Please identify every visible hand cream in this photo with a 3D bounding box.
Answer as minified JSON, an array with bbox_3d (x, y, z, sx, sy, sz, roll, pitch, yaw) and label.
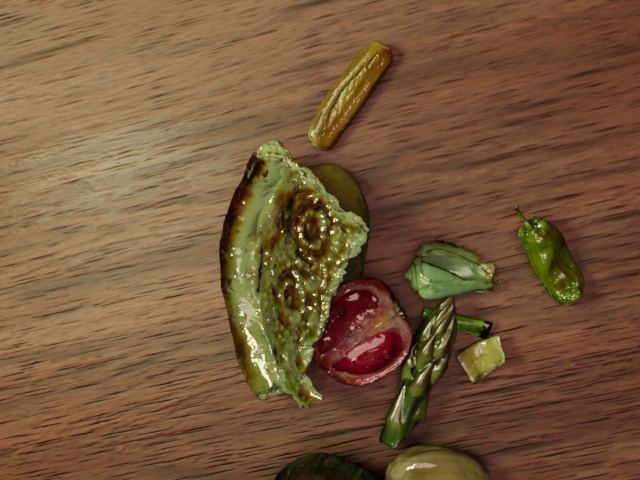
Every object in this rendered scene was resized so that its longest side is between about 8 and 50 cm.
[{"bbox_3d":[0.238,0.144,1.058,0.122,0.023,0.036,16,112,3],"label":"hand cream"}]

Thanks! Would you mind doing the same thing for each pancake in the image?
[{"bbox_3d":[-0.075,0.067,0.981,0.305,0.067,0.426,30,112,42],"label":"pancake"}]

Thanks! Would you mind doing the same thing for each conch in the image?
[{"bbox_3d":[0.227,0.048,1.037,0.170,0.079,0.105,0,97,-11],"label":"conch"}]

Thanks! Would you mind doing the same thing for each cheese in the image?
[{"bbox_3d":[0.288,0.204,1.046,0.084,0.041,0.060,-35,80,20],"label":"cheese"}]

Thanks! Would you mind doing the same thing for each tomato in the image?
[{"bbox_3d":[0.060,0.145,1.029,0.173,0.099,0.189,-30,108,5],"label":"tomato"}]

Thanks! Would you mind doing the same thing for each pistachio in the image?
[{"bbox_3d":[0.201,0.409,1.026,0.186,0.108,0.126,-4,118,-2],"label":"pistachio"}]

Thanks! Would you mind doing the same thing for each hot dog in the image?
[{"bbox_3d":[0.046,-0.257,1.056,0.066,0.047,0.215,31,95,-33],"label":"hot dog"}]

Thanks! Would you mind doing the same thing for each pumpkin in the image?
[{"bbox_3d":[0.014,0.476,0.996,0.238,0.159,0.237,2,96,23],"label":"pumpkin"}]

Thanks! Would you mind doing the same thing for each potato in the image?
[{"bbox_3d":[0.000,0.000,1.034,0.160,0.111,0.271,9,91,6],"label":"potato"}]

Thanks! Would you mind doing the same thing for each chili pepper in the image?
[{"bbox_3d":[0.383,0.012,1.022,0.072,0.073,0.204,-34,100,-13],"label":"chili pepper"}]

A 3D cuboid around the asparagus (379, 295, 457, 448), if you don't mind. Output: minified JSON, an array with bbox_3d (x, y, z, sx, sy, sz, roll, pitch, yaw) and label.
[{"bbox_3d":[0.177,0.226,1.037,0.080,0.080,0.287,18,102,4],"label":"asparagus"}]
